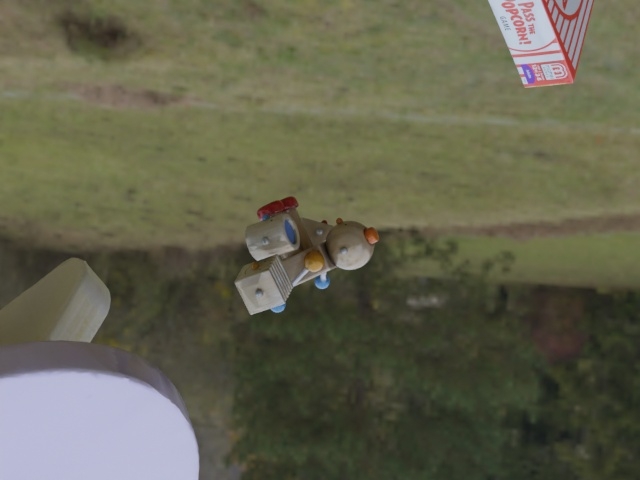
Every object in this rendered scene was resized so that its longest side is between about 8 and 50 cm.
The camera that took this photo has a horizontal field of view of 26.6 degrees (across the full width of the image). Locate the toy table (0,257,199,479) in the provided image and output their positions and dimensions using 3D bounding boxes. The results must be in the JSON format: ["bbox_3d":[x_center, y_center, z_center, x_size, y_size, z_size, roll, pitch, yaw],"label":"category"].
[{"bbox_3d":[-0.199,0.123,0.682,0.274,0.252,0.161,-26,-148,-5],"label":"toy table"}]

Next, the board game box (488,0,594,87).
[{"bbox_3d":[0.181,-0.243,1.087,0.045,0.193,0.147,-2,141,30],"label":"board game box"}]

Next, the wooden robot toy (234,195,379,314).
[{"bbox_3d":[0.000,0.000,0.979,0.079,0.076,0.173,-19,-178,22],"label":"wooden robot toy"}]
